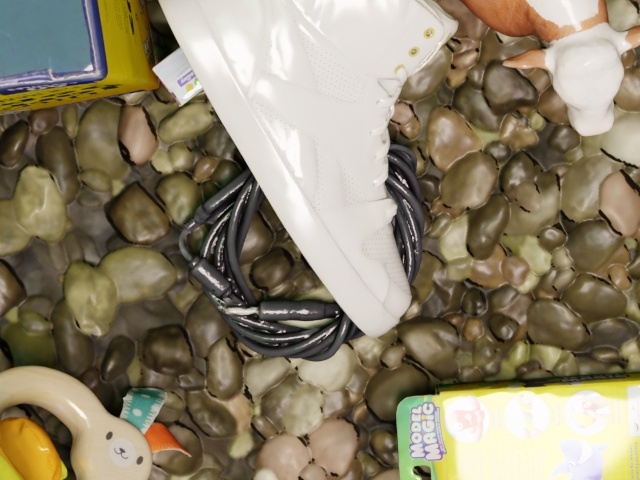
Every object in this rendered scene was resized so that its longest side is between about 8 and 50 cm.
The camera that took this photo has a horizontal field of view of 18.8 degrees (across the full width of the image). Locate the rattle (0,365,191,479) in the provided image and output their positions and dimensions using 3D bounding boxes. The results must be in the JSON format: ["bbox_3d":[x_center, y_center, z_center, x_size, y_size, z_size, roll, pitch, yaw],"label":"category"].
[{"bbox_3d":[-0.146,0.128,1.319,0.199,0.143,0.130,0,54,-34],"label":"rattle"}]

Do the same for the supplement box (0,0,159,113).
[{"bbox_3d":[-0.226,-0.179,1.233,0.194,0.356,0.195,-9,94,2],"label":"supplement box"}]

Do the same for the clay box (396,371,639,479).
[{"bbox_3d":[0.168,0.164,1.404,0.222,0.053,0.127,-3,94,2],"label":"clay box"}]

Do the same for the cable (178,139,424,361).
[{"bbox_3d":[0.000,0.000,1.398,0.184,0.047,0.150,-36,93,2],"label":"cable"}]

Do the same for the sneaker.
[{"bbox_3d":[0.033,-0.081,1.296,0.169,0.108,0.292,-29,116,2],"label":"sneaker"}]

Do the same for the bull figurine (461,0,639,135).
[{"bbox_3d":[0.108,-0.208,1.313,0.101,0.188,0.310,-40,92,3],"label":"bull figurine"}]

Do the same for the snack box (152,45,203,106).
[{"bbox_3d":[-0.051,-0.151,1.362,0.141,0.100,0.037,-36,94,2],"label":"snack box"}]
